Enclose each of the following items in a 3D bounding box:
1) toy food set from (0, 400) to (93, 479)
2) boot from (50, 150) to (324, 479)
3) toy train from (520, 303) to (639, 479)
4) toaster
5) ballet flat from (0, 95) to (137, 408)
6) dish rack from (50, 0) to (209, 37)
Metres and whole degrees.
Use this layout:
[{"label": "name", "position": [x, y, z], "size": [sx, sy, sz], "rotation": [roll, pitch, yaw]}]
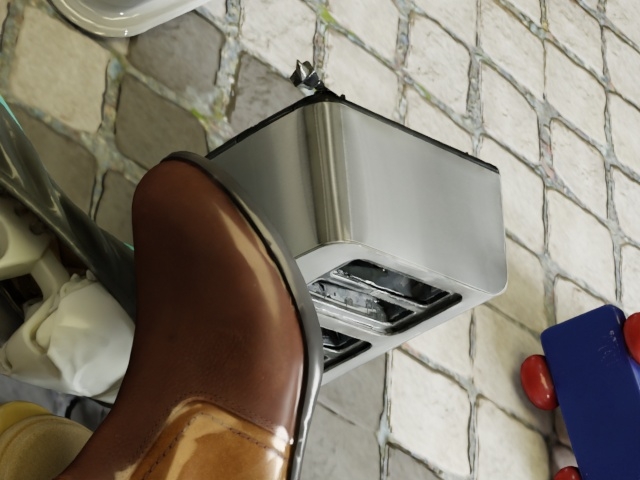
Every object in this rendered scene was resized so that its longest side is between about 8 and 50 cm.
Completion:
[{"label": "toy food set", "position": [-0.139, 0.148, 1.004], "size": [0.192, 0.038, 0.132], "rotation": [15, 60, -53]}, {"label": "boot", "position": [-0.128, 0.110, 0.908], "size": [0.280, 0.096, 0.264], "rotation": [-17, 106, -39]}, {"label": "toy train", "position": [0.242, 0.178, 1.382], "size": [0.143, 0.105, 0.248], "rotation": [23, 47, -57]}, {"label": "toaster", "position": [0.000, 0.000, 1.156], "size": [0.186, 0.168, 0.110], "rotation": [21, 51, -41]}, {"label": "ballet flat", "position": [-0.156, 0.018, 1.035], "size": [0.280, 0.095, 0.096], "rotation": [46, 46, 0]}, {"label": "dish rack", "position": [-0.116, -0.324, 1.260], "size": [0.285, 0.072, 0.333], "rotation": [-31, 95, -38]}]
